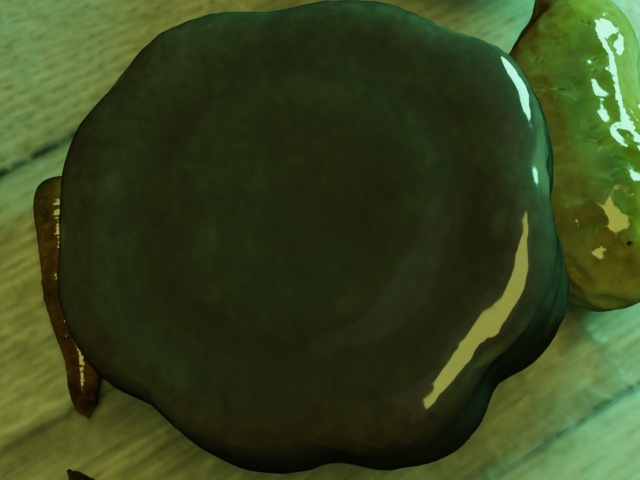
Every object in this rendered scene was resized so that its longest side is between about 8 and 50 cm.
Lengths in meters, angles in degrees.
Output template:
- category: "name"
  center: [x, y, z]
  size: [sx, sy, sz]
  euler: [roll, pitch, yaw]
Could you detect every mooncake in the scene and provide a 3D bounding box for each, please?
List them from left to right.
- category: "mooncake"
  center: [0.000, 0.000, 0.834]
  size: [0.306, 0.154, 0.306]
  euler: [-4, 73, 15]

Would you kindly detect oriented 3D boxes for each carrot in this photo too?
- category: "carrot"
  center: [-0.164, 0.035, 0.912]
  size: [0.035, 0.036, 0.165]
  euler: [-8, 74, -5]

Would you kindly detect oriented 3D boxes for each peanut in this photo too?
- category: "peanut"
  center: [0.180, -0.065, 0.925]
  size: [0.120, 0.110, 0.236]
  euler: [-11, 63, 16]

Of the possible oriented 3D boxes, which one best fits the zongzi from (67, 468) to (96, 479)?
- category: "zongzi"
  center: [-0.138, 0.172, 0.865]
  size: [0.073, 0.067, 0.083]
  euler: [29, 53, 19]
